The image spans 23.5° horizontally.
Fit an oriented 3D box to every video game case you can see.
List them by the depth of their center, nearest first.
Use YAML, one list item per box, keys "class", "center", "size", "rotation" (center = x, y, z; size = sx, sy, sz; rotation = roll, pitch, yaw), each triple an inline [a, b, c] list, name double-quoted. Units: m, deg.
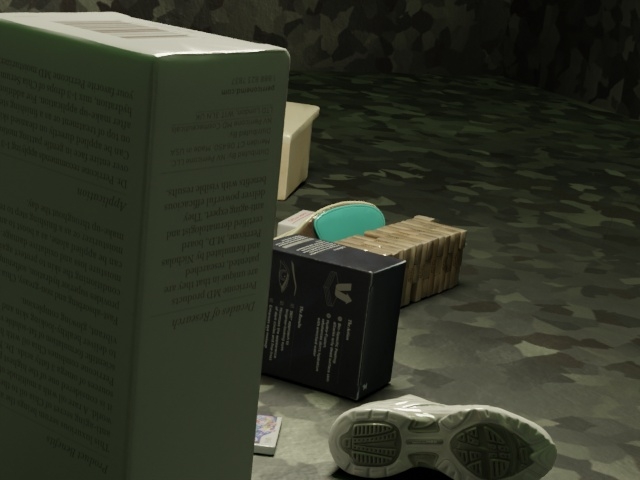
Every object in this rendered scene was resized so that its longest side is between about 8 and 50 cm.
- class: "video game case"
  center: [-0.105, 0.200, 1.638]
  size: [0.122, 0.011, 0.087]
  rotation: [7, 14, 2]

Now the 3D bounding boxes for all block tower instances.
- class: "block tower"
  center: [0.094, 0.039, 2.178]
  size: [0.097, 0.091, 0.335]
  rotation: [15, 18, 28]

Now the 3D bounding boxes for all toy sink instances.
- class: "toy sink"
  center: [-0.103, -0.166, 2.807]
  size: [0.152, 0.131, 0.234]
  rotation: [9, 20, 10]

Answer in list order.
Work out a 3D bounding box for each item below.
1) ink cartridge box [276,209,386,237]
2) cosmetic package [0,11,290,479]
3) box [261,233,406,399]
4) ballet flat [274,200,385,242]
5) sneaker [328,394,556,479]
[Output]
- class: "ink cartridge box"
  center: [0.000, 0.000, 2.346]
  size: [0.180, 0.060, 0.104]
  rotation: [11, 16, 19]
- class: "cosmetic package"
  center: [-0.176, 0.043, 1.332]
  size: [0.230, 0.453, 0.161]
  rotation: [19, 19, 39]
- class: "box"
  center: [0.005, 0.088, 1.827]
  size: [0.158, 0.156, 0.093]
  rotation: [14, 16, 27]
- class: "ballet flat"
  center: [-0.019, 0.007, 2.219]
  size: [0.248, 0.086, 0.086]
  rotation: [-23, 29, -33]
- class: "sneaker"
  center: [0.128, 0.197, 1.599]
  size: [0.232, 0.090, 0.115]
  rotation: [8, 11, 4]
